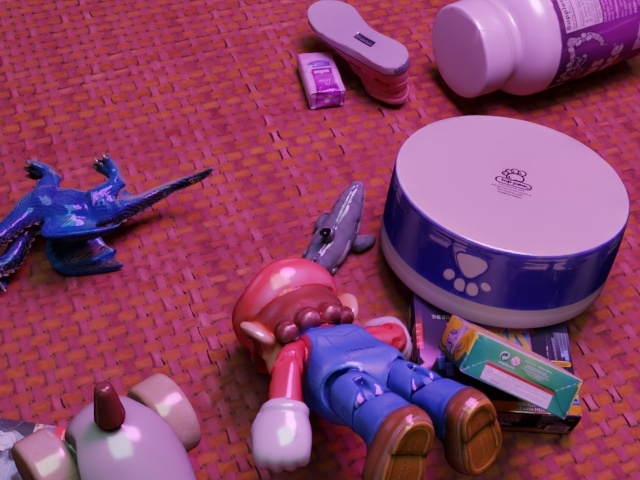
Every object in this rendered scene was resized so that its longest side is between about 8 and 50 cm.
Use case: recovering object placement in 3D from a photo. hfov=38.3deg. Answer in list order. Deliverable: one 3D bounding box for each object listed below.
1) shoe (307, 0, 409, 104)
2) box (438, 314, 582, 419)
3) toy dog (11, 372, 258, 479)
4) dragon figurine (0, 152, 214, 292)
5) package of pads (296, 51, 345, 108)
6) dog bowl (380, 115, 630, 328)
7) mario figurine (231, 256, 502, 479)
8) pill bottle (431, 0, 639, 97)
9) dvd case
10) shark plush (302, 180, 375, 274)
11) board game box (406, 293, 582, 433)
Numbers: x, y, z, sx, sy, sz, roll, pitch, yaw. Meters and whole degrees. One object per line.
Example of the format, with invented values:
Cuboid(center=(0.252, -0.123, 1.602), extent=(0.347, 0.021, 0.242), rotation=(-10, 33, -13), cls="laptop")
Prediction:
Cuboid(center=(0.051, -0.252, 1.240), extent=(0.063, 0.081, 0.178), rotation=(-40, 59, -18), cls="shoe")
Cuboid(center=(0.172, 0.114, 0.878), extent=(0.105, 0.179, 0.043), rotation=(25, 93, 1), cls="box")
Cuboid(center=(-0.124, 0.238, 0.788), extent=(0.334, 0.161, 0.220), rotation=(31, 57, 12), cls="toy dog")
Cuboid(center=(-0.262, -0.016, 1.019), extent=(0.289, 0.085, 0.144), rotation=(-1, 53, -7), cls="dragon figurine")
Cuboid(center=(0.000, -0.217, 1.236), extent=(0.050, 0.032, 0.083), rotation=(-9, 55, -10), cls="package of pads")
Cuboid(center=(0.205, -0.029, 1.041), extent=(0.265, 0.104, 0.265), rotation=(5, 40, -4), cls="dog bowl")
Cuboid(center=(0.022, 0.142, 0.875), extent=(0.170, 0.198, 0.320), rotation=(-57, 37, 1), cls="mario figurine")
Cuboid(center=(0.308, -0.293, 1.247), extent=(0.302, 0.169, 0.169), rotation=(-21, 58, -21), cls="pill bottle")
Cuboid(center=(-0.286, 0.216, 0.887), extent=(0.119, 0.013, 0.087), rotation=(9, 53, -2), cls="dvd case")
Cuboid(center=(0.000, 0.000, 1.050), extent=(0.073, 0.067, 0.161), rotation=(37, 58, 20), cls="shark plush")
Cuboid(center=(0.182, 0.131, 0.987), extent=(0.170, 0.048, 0.141), rotation=(3, 54, -5), cls="board game box")
